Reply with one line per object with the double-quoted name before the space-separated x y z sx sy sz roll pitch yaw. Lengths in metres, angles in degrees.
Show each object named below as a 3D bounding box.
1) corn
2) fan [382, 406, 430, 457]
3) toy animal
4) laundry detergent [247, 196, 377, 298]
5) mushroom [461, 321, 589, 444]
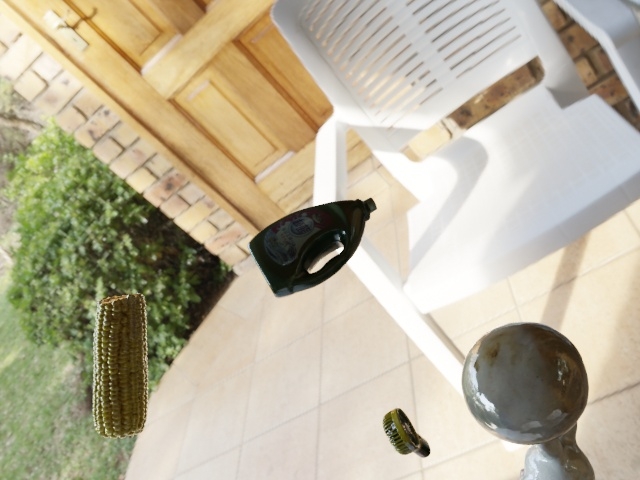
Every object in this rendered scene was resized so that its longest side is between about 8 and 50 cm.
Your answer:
"corn" -0.343 0.213 1.025 0.093 0.093 0.244 -6 83 51
"fan" 0.164 0.371 1.114 0.039 0.155 0.082 -33 42 11
"toy animal" 0.579 0.561 1.361 0.196 0.368 0.241 -10 -16 -46
"laundry detergent" 0.000 0.000 0.930 0.210 0.063 0.137 -28 49 -6
"mushroom" 0.355 0.250 1.015 0.207 0.215 0.208 -24 47 29
